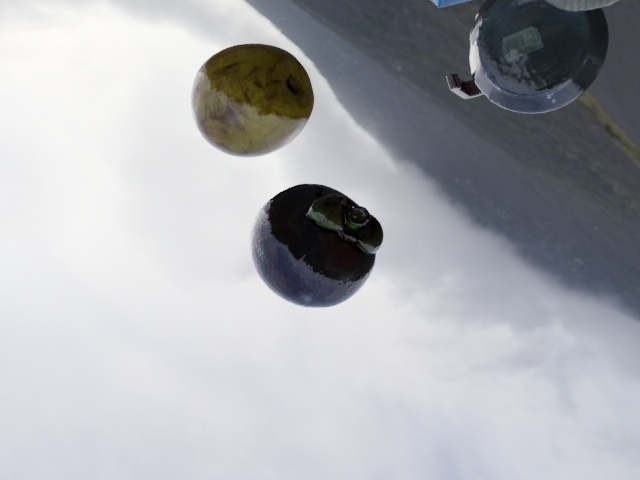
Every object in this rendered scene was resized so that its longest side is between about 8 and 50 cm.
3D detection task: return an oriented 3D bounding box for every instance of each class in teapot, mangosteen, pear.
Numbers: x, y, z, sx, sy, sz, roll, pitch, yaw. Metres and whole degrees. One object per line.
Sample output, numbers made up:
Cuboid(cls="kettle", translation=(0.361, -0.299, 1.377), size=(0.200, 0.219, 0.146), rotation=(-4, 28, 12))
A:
Cuboid(cls="teapot", translation=(0.496, -0.433, 1.705), size=(0.362, 0.376, 0.305), rotation=(-7, -100, -65))
Cuboid(cls="mangosteen", translation=(-0.010, 0.001, 1.158), size=(0.216, 0.216, 0.216), rotation=(35, -159, -16))
Cuboid(cls="pear", translation=(-0.155, -0.323, 1.632), size=(0.281, 0.280, 0.280), rotation=(35, -159, -16))

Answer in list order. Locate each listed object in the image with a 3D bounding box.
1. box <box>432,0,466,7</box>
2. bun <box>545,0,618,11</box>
Cuboid(cls="box", translation=(0.231, -0.454, 1.041), size=(0.139, 0.194, 0.073), rotation=(-18, -125, -18))
Cuboid(cls="bun", translation=(0.536, -0.602, 1.381), size=(0.281, 0.281, 0.204), rotation=(30, -130, -28))
